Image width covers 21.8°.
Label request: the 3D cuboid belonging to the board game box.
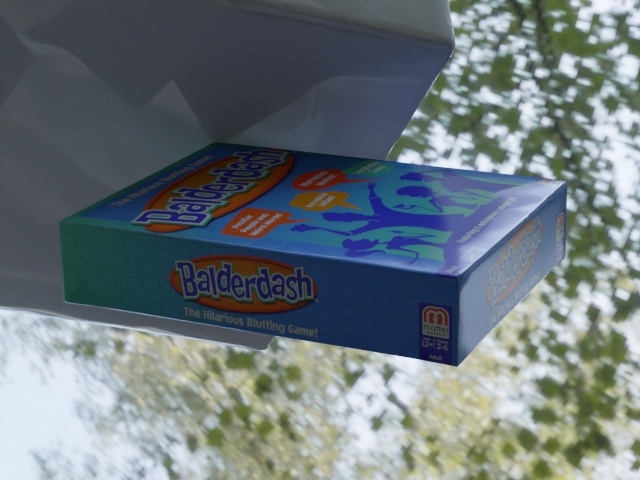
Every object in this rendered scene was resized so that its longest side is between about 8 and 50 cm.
[{"bbox_3d":[0.000,0.000,0.839,0.160,0.210,0.047,-36,-51,-59],"label":"board game box"}]

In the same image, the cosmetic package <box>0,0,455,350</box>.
[{"bbox_3d":[-0.141,-0.194,1.076,0.329,0.393,0.327,10,-38,-18],"label":"cosmetic package"}]
